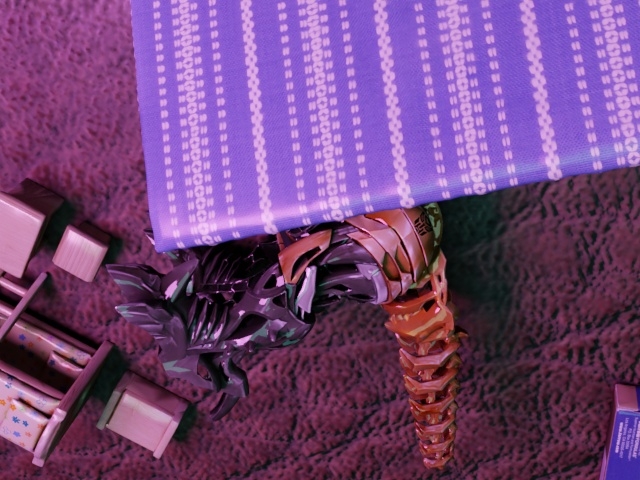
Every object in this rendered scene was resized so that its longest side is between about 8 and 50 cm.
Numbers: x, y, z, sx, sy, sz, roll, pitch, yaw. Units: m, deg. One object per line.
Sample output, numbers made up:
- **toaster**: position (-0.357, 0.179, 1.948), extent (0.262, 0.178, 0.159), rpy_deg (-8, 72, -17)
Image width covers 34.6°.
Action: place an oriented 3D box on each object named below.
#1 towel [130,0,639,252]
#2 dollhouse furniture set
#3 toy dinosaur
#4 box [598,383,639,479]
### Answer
- **towel**: position (0.058, -0.137, 0.535), extent (0.336, 0.040, 0.243), rpy_deg (-10, 76, 17)
- **dollhouse furniture set**: position (-0.174, 0.075, 0.729), extent (0.182, 0.101, 0.161), rpy_deg (28, 119, -2)
- **toy dinosaur**: position (0.000, 0.000, 0.630), extent (0.218, 0.164, 0.322), rpy_deg (-26, 81, 6)
- **box**: position (0.310, 0.176, 0.710), extent (0.225, 0.036, 0.136), rpy_deg (6, 118, 10)
